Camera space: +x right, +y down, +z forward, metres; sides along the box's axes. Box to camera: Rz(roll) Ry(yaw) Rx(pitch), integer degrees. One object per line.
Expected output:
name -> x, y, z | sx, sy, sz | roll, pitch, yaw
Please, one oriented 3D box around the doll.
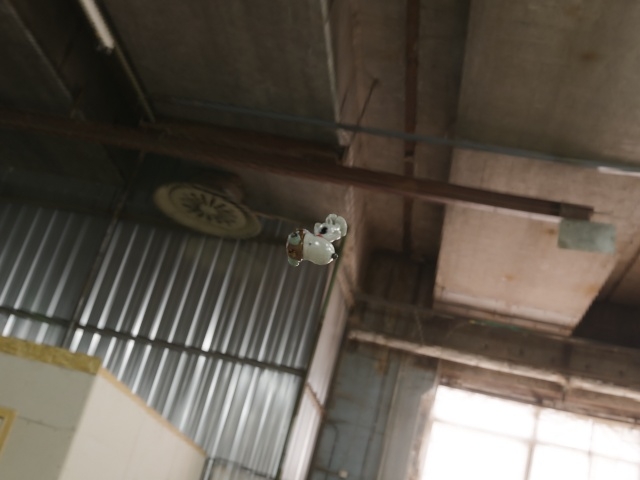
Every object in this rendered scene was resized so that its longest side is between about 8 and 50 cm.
doll -> -0.005, -0.003, 0.869 | 0.058, 0.085, 0.040 | 10, -55, 6
